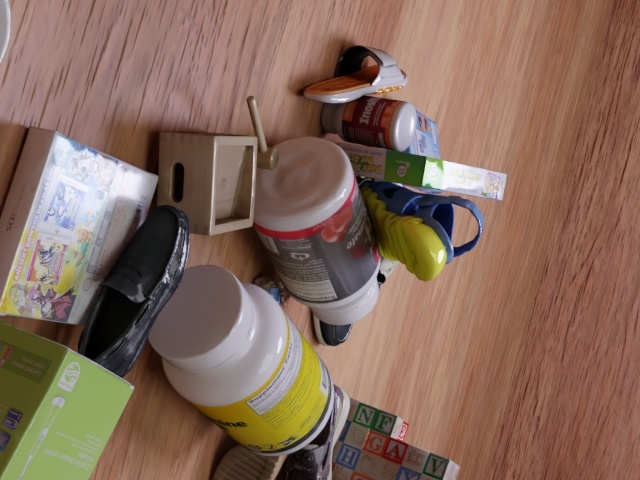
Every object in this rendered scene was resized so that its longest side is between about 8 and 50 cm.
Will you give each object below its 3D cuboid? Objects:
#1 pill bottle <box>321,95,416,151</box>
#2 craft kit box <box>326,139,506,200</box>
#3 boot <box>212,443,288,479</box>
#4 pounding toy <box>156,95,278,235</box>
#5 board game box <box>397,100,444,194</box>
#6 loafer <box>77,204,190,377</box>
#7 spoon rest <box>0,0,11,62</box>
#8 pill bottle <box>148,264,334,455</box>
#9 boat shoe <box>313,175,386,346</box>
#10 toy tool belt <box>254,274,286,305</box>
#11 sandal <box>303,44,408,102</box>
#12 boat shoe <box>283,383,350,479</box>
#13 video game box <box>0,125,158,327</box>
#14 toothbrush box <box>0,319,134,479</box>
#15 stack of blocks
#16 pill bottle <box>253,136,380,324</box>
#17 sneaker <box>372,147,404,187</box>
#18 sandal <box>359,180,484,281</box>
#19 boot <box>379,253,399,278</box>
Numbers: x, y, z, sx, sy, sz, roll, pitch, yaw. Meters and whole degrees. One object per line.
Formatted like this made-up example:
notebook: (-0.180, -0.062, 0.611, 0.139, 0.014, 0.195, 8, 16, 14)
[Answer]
pill bottle: (0.082, -0.206, 1.410, 0.086, 0.152, 0.086, -33, 130, -52)
craft kit box: (0.152, -0.123, 1.422, 0.246, 0.249, 0.061, 0, 101, -47)
boot: (-0.080, 0.351, 1.436, 0.248, 0.090, 0.207, -52, 171, 5)
pounding toy: (-0.139, -0.111, 1.131, 0.206, 0.094, 0.181, -18, 113, -68)
board game box: (0.202, -0.186, 1.693, 0.211, 0.039, 0.160, 9, 73, -63)
loafer: (-0.221, 0.059, 0.971, 0.223, 0.076, 0.078, -67, 161, -9)
spoon rest: (-0.364, -0.216, 0.678, 0.276, 0.084, 0.137, 31, 75, -60)
pill bottle: (-0.114, 0.178, 1.196, 0.188, 0.187, 0.334, -63, 148, -22)
boat shoe: (0.073, 0.049, 1.550, 0.127, 0.113, 0.340, 0, 103, -62)
toy tool belt: (-0.082, 0.099, 1.360, 0.052, 0.051, 0.083, -39, 135, -48)
sandal: (0.069, -0.293, 1.403, 0.265, 0.101, 0.076, -30, 129, -51)
boat shoe: (-0.024, 0.403, 1.560, 0.092, 0.102, 0.285, 47, 57, -51)
video game box: (-0.287, -0.006, 0.948, 0.187, 0.048, 0.205, 26, 79, -64)
toothbrush box: (-0.346, 0.220, 0.780, 0.283, 0.206, 0.122, -66, 151, -20)
stack of blocks: (0.114, 0.425, 1.602, 0.171, 0.297, 0.087, -67, 150, -14)
pill bottle: (0.000, 0.000, 1.332, 0.176, 0.176, 0.319, -59, 148, -28)
sneaker: (0.142, -0.137, 1.645, 0.071, 0.068, 0.170, -63, 149, -34)
sandal: (0.162, -0.031, 1.342, 0.138, 0.317, 0.126, -25, 115, -10)
boot: (0.171, -0.025, 1.667, 0.213, 0.077, 0.165, -52, 173, -35)
